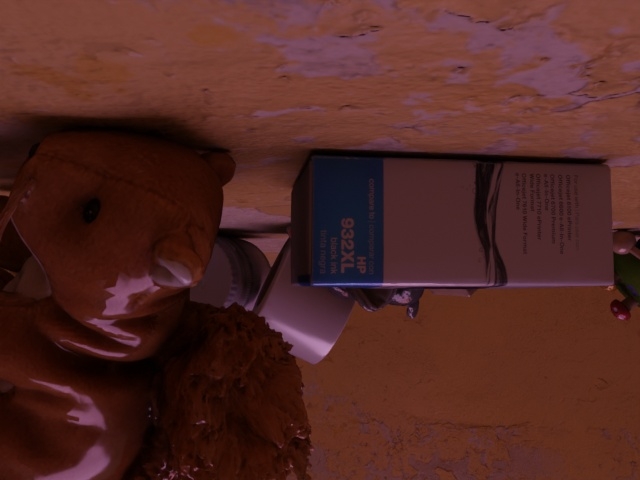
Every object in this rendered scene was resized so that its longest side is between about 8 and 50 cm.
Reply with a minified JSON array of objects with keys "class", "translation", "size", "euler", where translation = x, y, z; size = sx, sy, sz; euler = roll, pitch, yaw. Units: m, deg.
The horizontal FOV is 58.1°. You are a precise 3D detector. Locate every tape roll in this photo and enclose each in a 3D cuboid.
[{"class":"tape roll","translation":[-0.036,0.122,1.261],"size":[0.169,0.246,0.246],"euler":[27,171,-8]}]

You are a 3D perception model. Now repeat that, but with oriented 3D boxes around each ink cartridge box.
[{"class":"ink cartridge box","translation":[0.127,-0.009,0.655],"size":[0.307,0.129,0.223],"euler":[1,175,-8]}]

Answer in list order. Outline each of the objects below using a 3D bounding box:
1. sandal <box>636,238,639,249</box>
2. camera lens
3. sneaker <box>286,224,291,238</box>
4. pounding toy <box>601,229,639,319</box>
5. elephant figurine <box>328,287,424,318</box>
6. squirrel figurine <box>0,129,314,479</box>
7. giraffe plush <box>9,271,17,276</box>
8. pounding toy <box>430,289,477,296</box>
[{"class":"sandal","translation":[0.785,0.058,1.184],"size":[0.107,0.168,0.446],"euler":[-3,177,-10]},{"class":"camera lens","translation":[-0.250,0.094,1.375],"size":[0.219,0.220,0.274],"euler":[-1,175,13]},{"class":"sneaker","translation":[0.000,0.000,1.173],"size":[0.161,0.057,0.075],"euler":[21,-179,-39]},{"class":"pounding toy","translation":[0.682,0.096,1.284],"size":[0.110,0.183,0.237],"euler":[-36,149,4]},{"class":"elephant figurine","translation":[0.080,0.056,1.100],"size":[0.239,0.186,0.169],"euler":[-10,153,-21]},{"class":"squirrel figurine","translation":[-0.177,0.088,0.562],"size":[0.397,0.370,0.281],"euler":[36,-156,-15]},{"class":"giraffe plush","translation":[-0.333,-0.006,0.753],"size":[0.170,0.181,0.210],"euler":[-16,131,37]},{"class":"pounding toy","translation":[0.345,0.024,1.248],"size":[0.206,0.094,0.181],"euler":[-36,-167,-23]}]
